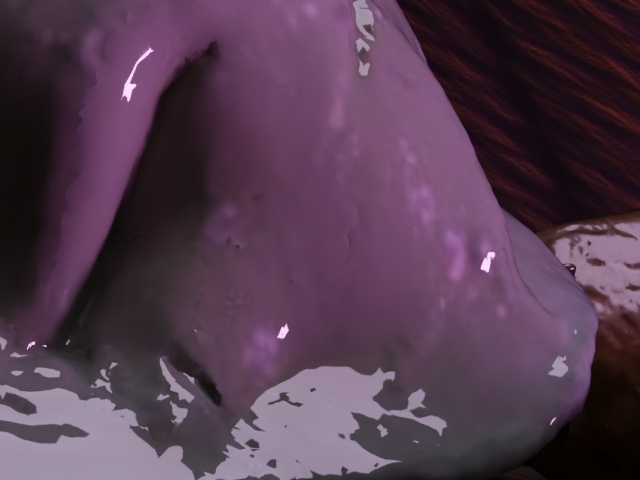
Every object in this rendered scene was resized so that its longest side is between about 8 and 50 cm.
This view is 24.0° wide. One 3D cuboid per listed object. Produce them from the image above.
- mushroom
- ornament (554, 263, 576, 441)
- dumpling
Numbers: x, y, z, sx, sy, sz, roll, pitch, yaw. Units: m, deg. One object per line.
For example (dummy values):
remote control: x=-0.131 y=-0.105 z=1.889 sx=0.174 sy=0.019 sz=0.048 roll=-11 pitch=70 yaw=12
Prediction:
mushroom: x=0.193 y=0.086 z=0.707 sx=0.285 sy=0.156 sz=0.151 roll=11 pitch=29 yaw=-18
ornament: x=0.000 y=0.000 z=0.623 sx=0.236 sy=0.202 sz=0.080 roll=15 pitch=13 yaw=6
dumpling: x=-0.079 y=-0.005 z=0.487 sx=0.320 sy=0.270 sz=0.212 roll=-12 pitch=-25 yaw=4
